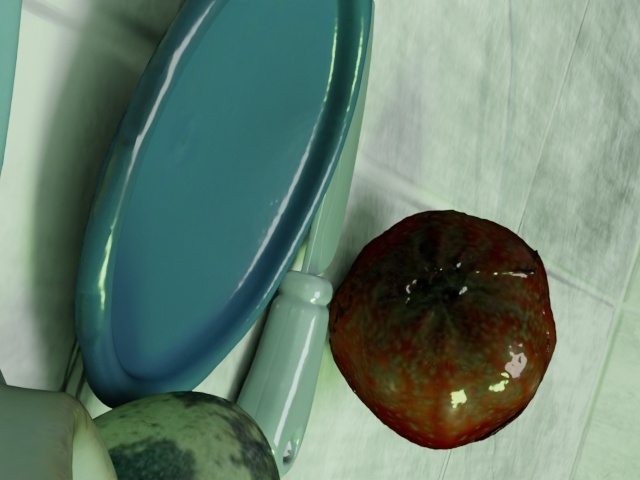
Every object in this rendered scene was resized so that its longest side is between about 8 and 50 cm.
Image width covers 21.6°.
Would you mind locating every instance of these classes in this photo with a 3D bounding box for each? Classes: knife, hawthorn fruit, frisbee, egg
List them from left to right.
[{"bbox_3d":[-0.089,0.153,0.828,0.181,0.141,0.141,-57,157,-28],"label":"egg"},{"bbox_3d":[-0.057,-0.047,0.890,0.289,0.049,0.289,-55,160,-33],"label":"frisbee"},{"bbox_3d":[0.000,0.001,1.144,0.080,0.044,0.331,35,70,-71],"label":"knife"},{"bbox_3d":[0.093,0.085,1.282,0.235,0.181,0.181,81,31,-54],"label":"hawthorn fruit"}]

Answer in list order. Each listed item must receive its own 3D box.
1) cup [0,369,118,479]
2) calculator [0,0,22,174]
[{"bbox_3d":[-0.120,0.138,0.409,0.347,0.163,0.347,168,-90,-88],"label":"cup"},{"bbox_3d":[-0.164,-0.053,0.579,0.188,0.042,0.302,-31,132,-66],"label":"calculator"}]
